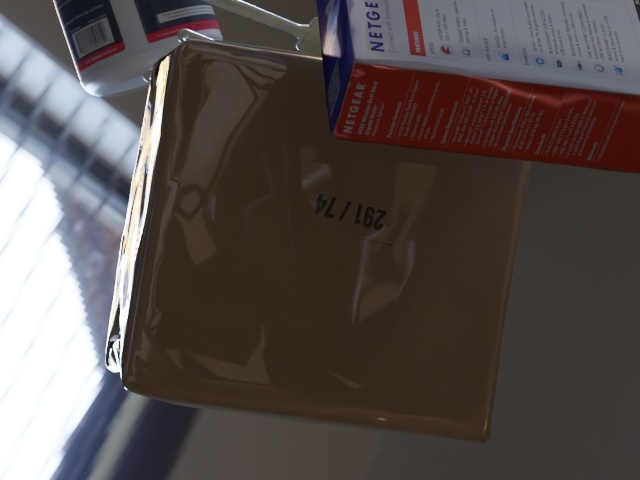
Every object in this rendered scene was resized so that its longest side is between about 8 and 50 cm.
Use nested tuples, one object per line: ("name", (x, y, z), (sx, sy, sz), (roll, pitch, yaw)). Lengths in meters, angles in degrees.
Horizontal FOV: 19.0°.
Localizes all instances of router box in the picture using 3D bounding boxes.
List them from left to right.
("router box", (0.149, -0.209, 1.561), (0.082, 0.301, 0.335), (107, -16, -44))

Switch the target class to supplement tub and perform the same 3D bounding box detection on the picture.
("supplement tub", (-0.250, -0.335, 2.421), (0.191, 0.272, 0.191), (-18, 179, 0))

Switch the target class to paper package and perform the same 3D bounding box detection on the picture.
("paper package", (0.000, 0.000, 1.636), (0.168, 0.325, 0.309), (-176, -85, -78))

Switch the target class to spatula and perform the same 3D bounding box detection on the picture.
("spatula", (-0.077, -0.201, 2.209), (0.168, 0.242, 0.019), (-53, -137, 25))
